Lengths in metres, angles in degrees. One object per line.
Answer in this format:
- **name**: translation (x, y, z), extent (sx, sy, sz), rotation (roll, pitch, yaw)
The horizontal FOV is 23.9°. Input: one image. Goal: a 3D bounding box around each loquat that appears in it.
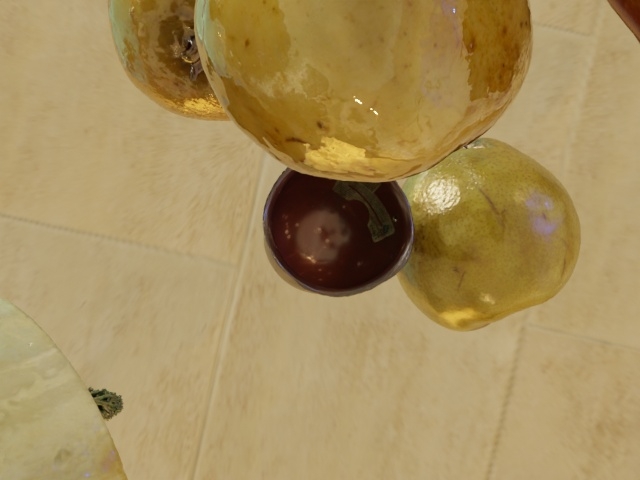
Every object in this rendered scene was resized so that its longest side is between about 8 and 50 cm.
- **loquat**: translation (-0.100, -0.216, 1.422), extent (0.208, 0.208, 0.208), rotation (0, 94, -2)

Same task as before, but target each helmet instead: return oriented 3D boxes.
- **helmet**: translation (0.000, 0.000, 1.551), extent (0.155, 0.106, 0.175), rotation (45, 54, -2)

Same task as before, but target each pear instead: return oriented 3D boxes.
- **pear**: translation (0.177, -0.011, 1.647), extent (0.209, 0.209, 0.209), rotation (0, 94, -2)

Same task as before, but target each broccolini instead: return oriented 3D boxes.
- **broccolini**: translation (-0.217, 0.141, 1.374), extent (0.030, 0.140, 0.035), rotation (-28, 72, 7)

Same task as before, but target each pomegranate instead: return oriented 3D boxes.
- **pomegranate**: translation (0.021, -0.131, 0.823), extent (0.196, 0.196, 0.196), rotation (0, 94, -2)

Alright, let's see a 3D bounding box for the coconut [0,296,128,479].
- **coconut**: translation (-0.291, 0.192, 1.117), extent (0.323, 0.323, 0.323), rotation (0, 94, -2)

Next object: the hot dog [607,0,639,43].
- **hot dog**: translation (0.255, -0.189, 0.885), extent (0.185, 0.223, 0.405), rotation (-37, 60, 16)
